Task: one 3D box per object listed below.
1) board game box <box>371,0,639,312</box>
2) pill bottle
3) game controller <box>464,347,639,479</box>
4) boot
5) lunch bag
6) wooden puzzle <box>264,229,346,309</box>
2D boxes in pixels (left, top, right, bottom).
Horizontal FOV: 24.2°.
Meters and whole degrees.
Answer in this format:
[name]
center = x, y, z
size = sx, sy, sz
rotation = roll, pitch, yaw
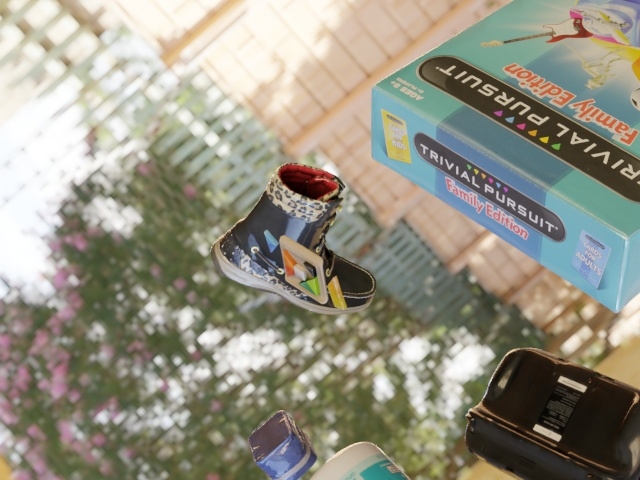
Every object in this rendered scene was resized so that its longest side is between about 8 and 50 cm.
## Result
[board game box]
center = 0.247, -0.115, 1.199
size = 0.253, 0.336, 0.079
rotation = 35, 144, 33
[pill bottle]
center = 0.100, 0.389, 1.880
size = 0.264, 0.146, 0.146
rotation = 42, -179, 26
[game controller]
center = 0.302, 0.235, 1.880
size = 0.067, 0.166, 0.319
rotation = 40, 170, -29
[boot]
center = -0.001, 0.001, 1.924
size = 0.236, 0.178, 0.085
rotation = 17, -138, -23
[lunch bag]
center = -0.048, 0.274, 1.956
size = 0.065, 0.067, 0.098
rotation = 48, -174, -21
[wooden puzzle]
center = -0.020, 0.036, 1.735
size = 0.116, 0.014, 0.079
rotation = 27, 143, 36
